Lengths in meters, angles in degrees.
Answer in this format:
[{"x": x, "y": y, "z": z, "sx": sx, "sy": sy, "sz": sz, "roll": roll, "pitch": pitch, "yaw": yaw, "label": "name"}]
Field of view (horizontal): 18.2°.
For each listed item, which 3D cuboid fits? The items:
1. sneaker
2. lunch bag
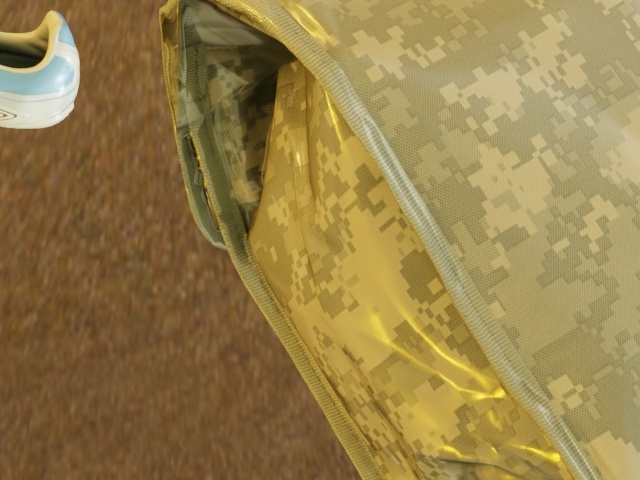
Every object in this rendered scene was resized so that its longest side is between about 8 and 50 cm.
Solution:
[{"x": -0.279, "y": -0.119, "z": 1.334, "sx": 0.237, "sy": 0.085, "sz": 0.086, "roll": -3, "pitch": 118, "yaw": -16, "label": "sneaker"}, {"x": 0.083, "y": -0.035, "z": 0.877, "sx": 0.235, "sy": 0.169, "sz": 0.287, "roll": -32, "pitch": 92, "yaw": -33, "label": "lunch bag"}]
